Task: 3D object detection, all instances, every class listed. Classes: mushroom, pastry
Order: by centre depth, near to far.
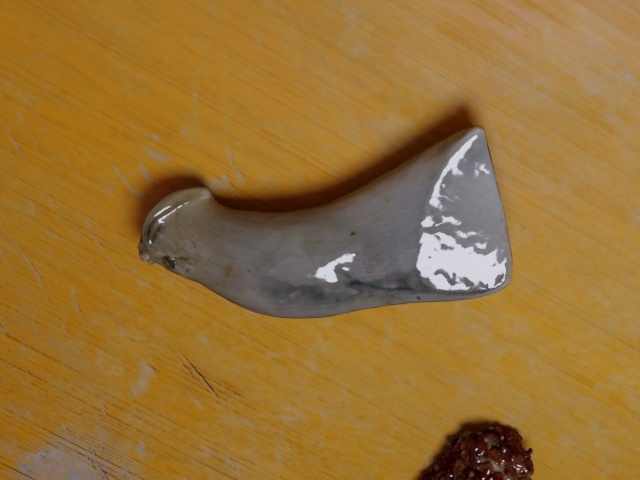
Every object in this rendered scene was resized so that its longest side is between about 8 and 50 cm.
[{"bbox_3d":[-0.001,0.000,1.104,0.397,0.126,0.177,-12,104,13],"label":"mushroom"},{"bbox_3d":[0.176,0.320,1.251,0.097,0.115,0.208,23,115,-18],"label":"pastry"}]
